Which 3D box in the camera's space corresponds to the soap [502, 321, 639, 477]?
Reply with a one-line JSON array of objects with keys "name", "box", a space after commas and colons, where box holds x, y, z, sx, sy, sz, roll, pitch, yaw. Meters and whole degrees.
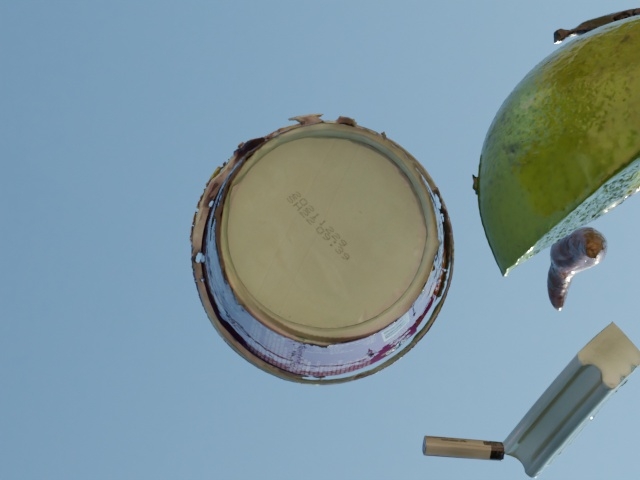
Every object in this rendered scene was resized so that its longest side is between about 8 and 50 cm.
[{"name": "soap", "box": [0.320, 0.201, 2.107, 0.066, 0.198, 0.119, 43, -140, 12]}]

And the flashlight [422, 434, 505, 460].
[{"name": "flashlight", "box": [0.147, 0.214, 1.716, 0.083, 0.018, 0.018, 5, -156, -6]}]

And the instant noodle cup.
[{"name": "instant noodle cup", "box": [0.000, 0.000, 1.957, 0.340, 0.340, 0.266, 44, 177, 4]}]

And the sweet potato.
[{"name": "sweet potato", "box": [0.351, 0.025, 2.311, 0.058, 0.255, 0.078, -9, -108, -10]}]

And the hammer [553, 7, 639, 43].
[{"name": "hammer", "box": [0.359, -0.217, 1.884, 0.297, 0.125, 0.027, -117, 10, -70]}]

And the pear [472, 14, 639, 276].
[{"name": "pear", "box": [0.258, -0.119, 1.352, 0.288, 0.239, 0.139, -29, -95, -35]}]
